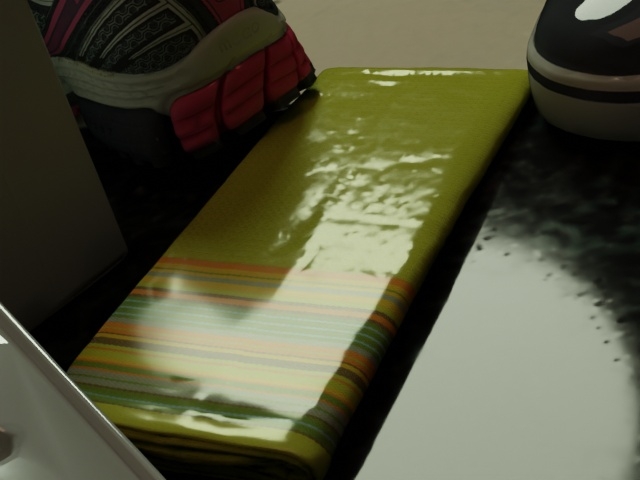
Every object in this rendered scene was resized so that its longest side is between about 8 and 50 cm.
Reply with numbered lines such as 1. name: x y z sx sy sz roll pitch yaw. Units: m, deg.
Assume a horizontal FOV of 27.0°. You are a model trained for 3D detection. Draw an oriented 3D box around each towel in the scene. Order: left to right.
1. towel: 0.000 0.000 0.492 0.102 0.021 0.237 6 38 25

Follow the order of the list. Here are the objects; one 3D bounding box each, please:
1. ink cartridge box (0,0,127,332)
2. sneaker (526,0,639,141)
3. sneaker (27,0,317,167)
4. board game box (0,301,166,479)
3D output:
1. ink cartridge box: -0.192 -0.050 0.542 0.208 0.153 0.087 16 44 42
2. sneaker: 0.195 -0.167 0.548 0.321 0.128 0.126 -38 37 -26
3. sneaker: -0.115 -0.124 0.646 0.121 0.112 0.299 -38 30 -27
4. board game box: -0.187 0.140 0.205 0.389 0.050 0.390 -23 42 -30
